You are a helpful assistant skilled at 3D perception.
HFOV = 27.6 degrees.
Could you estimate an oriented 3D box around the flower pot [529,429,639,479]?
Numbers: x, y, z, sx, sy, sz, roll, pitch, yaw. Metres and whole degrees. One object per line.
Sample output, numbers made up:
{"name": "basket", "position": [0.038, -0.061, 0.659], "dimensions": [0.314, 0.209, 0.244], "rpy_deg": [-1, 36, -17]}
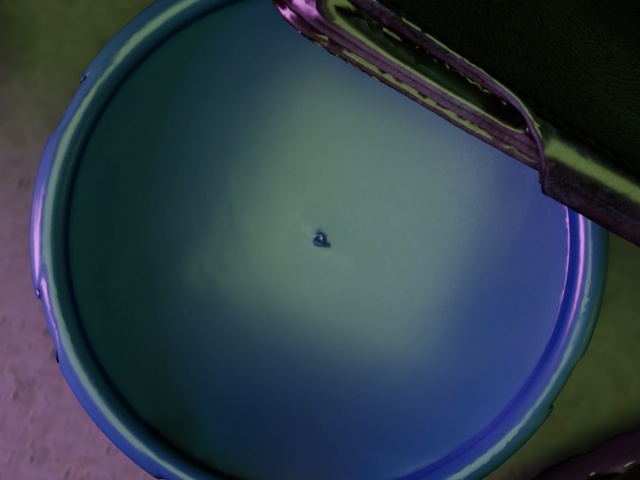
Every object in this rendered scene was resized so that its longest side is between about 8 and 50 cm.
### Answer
{"name": "flower pot", "position": [0.173, 0.238, 0.484], "dimensions": [0.267, 0.266, 0.267], "rpy_deg": [-26, 106, 4]}

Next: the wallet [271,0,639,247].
{"name": "wallet", "position": [0.136, -0.043, 0.493], "dimensions": [0.318, 0.172, 0.045], "rpy_deg": [32, 124, -3]}

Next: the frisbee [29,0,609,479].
{"name": "frisbee", "position": [0.000, 0.000, 0.555], "dimensions": [0.242, 0.045, 0.242], "rpy_deg": [0, 92, -4]}
